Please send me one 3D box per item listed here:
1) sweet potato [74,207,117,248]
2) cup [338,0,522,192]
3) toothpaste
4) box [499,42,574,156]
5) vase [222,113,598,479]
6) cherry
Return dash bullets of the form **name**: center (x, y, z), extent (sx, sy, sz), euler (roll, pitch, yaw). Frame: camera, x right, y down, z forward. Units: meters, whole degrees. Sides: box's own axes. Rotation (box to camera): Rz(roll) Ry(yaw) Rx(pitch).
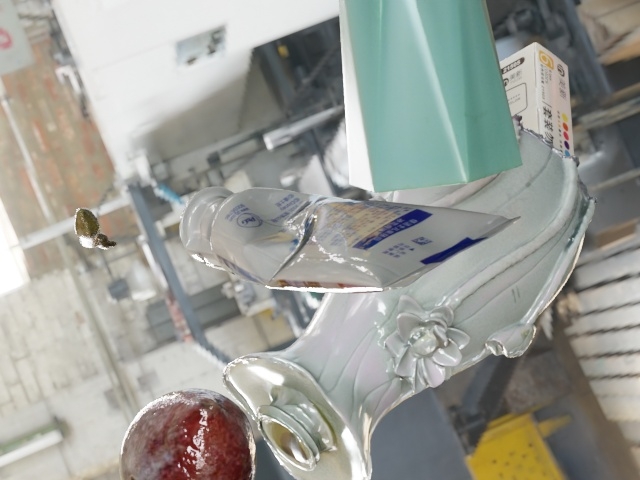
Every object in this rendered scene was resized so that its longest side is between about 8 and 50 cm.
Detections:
- **sweet potato**: center (-0.341, -0.011, 1.666), extent (0.153, 0.041, 0.038), euler (75, -175, -70)
- **cup**: center (0.081, -0.168, 0.935), extent (0.148, 0.134, 0.236), euler (-163, 64, -71)
- **toothpaste**: center (0.000, 0.000, 0.698), extent (0.266, 0.096, 0.061), euler (6, 120, 54)
- **box**: center (0.252, -0.142, 1.701), extent (0.091, 0.274, 0.221), euler (26, -128, -33)
- **vase**: center (0.099, 0.066, 1.210), extent (0.250, 0.445, 0.250), euler (30, 145, 24)
- **cherry**: center (-0.205, 0.347, 1.765), extent (0.300, 0.203, 0.230), euler (123, 148, -41)
